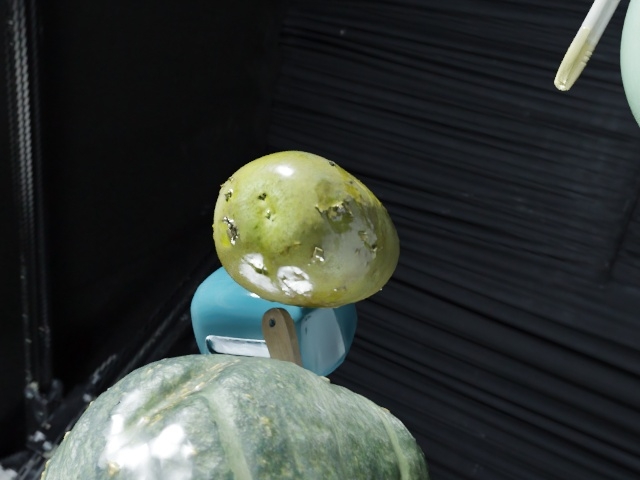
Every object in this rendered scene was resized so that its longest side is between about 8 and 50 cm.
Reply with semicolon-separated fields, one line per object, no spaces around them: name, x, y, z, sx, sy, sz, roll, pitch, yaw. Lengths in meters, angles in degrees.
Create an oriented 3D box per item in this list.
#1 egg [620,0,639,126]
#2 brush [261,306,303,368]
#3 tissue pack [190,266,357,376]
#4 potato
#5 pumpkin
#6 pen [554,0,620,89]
egg;0.423;-0.187;0.684;0.389;0.276;0.276;-35;-40;-46
brush;-0.012;0.250;1.075;0.065;0.070;0.328;2;-117;-49
tissue pack;-0.092;0.150;1.379;0.206;0.287;0.198;-53;-42;-51
potato;-0.014;-0.004;1.161;0.359;0.269;0.219;27;-100;-71
pumpkin;-0.067;0.244;0.599;0.327;0.257;0.292;15;-60;-27
pen;0.383;-0.315;1.035;0.040;0.032;0.233;2;-64;-56
